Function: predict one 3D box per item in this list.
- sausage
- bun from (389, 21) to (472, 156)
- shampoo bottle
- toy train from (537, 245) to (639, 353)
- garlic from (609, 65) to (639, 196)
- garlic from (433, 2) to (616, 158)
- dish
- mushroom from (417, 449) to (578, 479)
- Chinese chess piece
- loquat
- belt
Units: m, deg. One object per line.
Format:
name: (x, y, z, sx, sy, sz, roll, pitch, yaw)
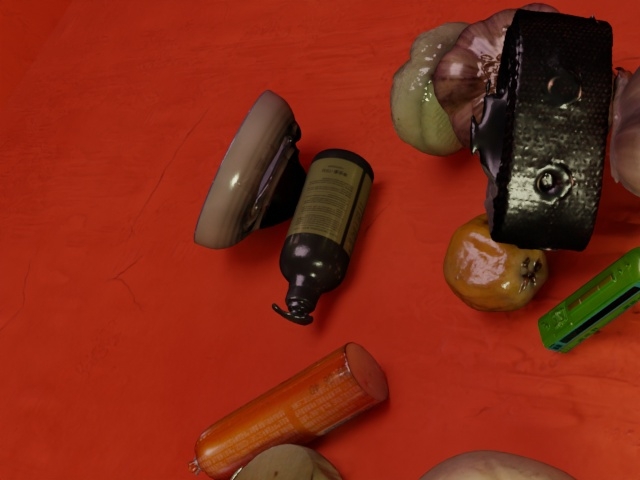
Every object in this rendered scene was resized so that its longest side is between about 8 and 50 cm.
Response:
sausage: (-0.058, 0.246, 1.851, 0.312, 0.093, 0.093, -33, 36, 24)
bun: (0.173, -0.223, 1.962, 0.118, 0.195, 0.195, 35, 84, 40)
shampoo bottle: (0.000, 0.000, 2.022, 0.101, 0.101, 0.284, -14, 47, 41)
toy train: (0.331, 0.059, 1.574, 0.209, 0.042, 0.044, -44, 44, 40)
garlic: (0.445, -0.122, 1.537, 0.292, 0.237, 0.210, 5, 81, 32)
garlic: (0.276, -0.197, 1.838, 0.245, 0.245, 0.160, -48, -9, 2)
dish: (-0.084, -0.091, 2.179, 0.273, 0.134, 0.273, 25, -90, -87)
mushroom: (0.185, 0.335, 1.404, 0.246, 0.202, 0.246, -1, 88, 17)
Chinese chess piece: (-0.050, 0.353, 1.748, 0.188, 0.083, 0.188, -33, 34, 27)
loquat: (0.222, 0.030, 1.732, 0.137, 0.113, 0.137, -17, 45, 18)
belt: (0.263, -0.133, 1.661, 0.184, 0.164, 0.289, -148, 64, -89)
